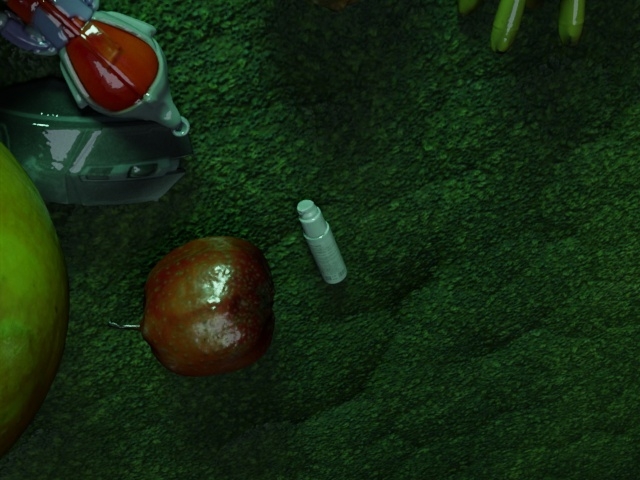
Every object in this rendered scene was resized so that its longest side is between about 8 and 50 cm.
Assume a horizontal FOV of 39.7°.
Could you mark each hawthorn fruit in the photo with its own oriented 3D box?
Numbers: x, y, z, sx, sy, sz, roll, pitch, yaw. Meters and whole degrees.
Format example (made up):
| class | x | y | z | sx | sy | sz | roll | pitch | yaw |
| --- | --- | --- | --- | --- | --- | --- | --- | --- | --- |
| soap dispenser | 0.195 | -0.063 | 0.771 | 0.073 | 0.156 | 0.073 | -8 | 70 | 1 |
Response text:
| class | x | y | z | sx | sy | sz | roll | pitch | yaw |
| --- | --- | --- | --- | --- | --- | --- | --- | --- | --- |
| hawthorn fruit | -0.145 | 0.079 | 1.010 | 0.194 | 0.157 | 0.157 | -13 | 133 | -3 |

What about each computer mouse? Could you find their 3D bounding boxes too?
| class | x | y | z | sx | sy | sz | roll | pitch | yaw |
| --- | --- | --- | --- | --- | --- | --- | --- | --- | --- |
| computer mouse | -0.231 | -0.084 | 0.883 | 0.231 | 0.071 | 0.126 | 6 | 126 | -28 |

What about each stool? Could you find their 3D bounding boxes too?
| class | x | y | z | sx | sy | sz | roll | pitch | yaw |
| --- | --- | --- | --- | --- | --- | --- | --- | --- | --- |
| stool | 0.210 | -0.262 | 0.894 | 0.134 | 0.135 | 0.110 | 23 | 133 | 15 |

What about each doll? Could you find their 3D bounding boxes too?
| class | x | y | z | sx | sy | sz | roll | pitch | yaw |
| --- | --- | --- | --- | --- | --- | --- | --- | --- | --- |
| doll | -0.202 | -0.172 | 0.816 | 0.102 | 0.075 | 0.227 | -46 | 122 | 5 |

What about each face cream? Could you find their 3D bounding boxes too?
| class | x | y | z | sx | sy | sz | roll | pitch | yaw |
| --- | --- | --- | --- | --- | --- | --- | --- | --- | --- |
| face cream | 0.000 | 0.000 | 1.081 | 0.034 | 0.034 | 0.130 | -25 | 135 | -1 |

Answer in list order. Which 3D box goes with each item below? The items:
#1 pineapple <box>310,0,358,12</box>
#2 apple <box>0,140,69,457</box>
| class | x | y | z | sx | sy | sz | roll | pitch | yaw |
| --- | --- | --- | --- | --- | --- | --- | --- | --- | --- |
| pineapple | 0.046 | -0.324 | 0.766 | 0.128 | 0.128 | 0.248 | 26 | 111 | -38 |
| apple | -0.407 | 0.048 | 0.725 | 0.384 | 0.374 | 0.374 | -16 | 133 | -14 |
